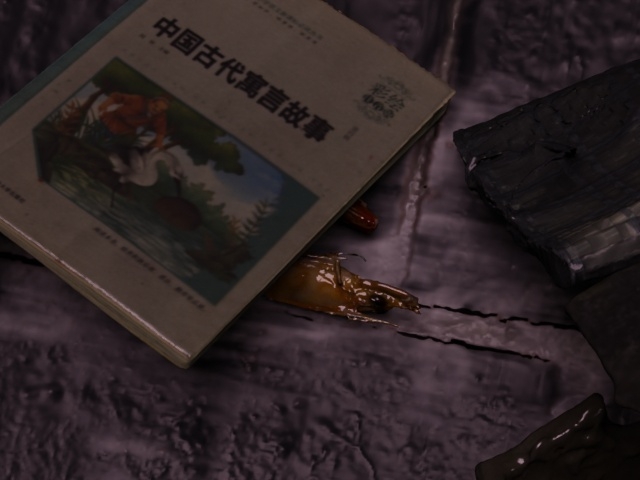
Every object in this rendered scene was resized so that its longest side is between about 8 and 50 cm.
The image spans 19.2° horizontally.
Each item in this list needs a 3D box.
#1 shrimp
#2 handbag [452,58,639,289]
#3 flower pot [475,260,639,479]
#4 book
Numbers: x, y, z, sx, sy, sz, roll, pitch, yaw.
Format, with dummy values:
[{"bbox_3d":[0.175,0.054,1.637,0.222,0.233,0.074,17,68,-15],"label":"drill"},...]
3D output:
[{"bbox_3d":[0.001,0.004,1.225,0.162,0.045,0.095,20,52,20],"label":"shrimp"},{"bbox_3d":[0.181,-0.045,1.128,0.175,0.270,0.089,-16,109,-3],"label":"handbag"},{"bbox_3d":[0.241,0.162,1.002,0.379,0.379,0.251,-29,46,-4],"label":"flower pot"},{"bbox_3d":[-0.076,-0.067,1.201,0.215,0.025,0.283,35,56,12],"label":"book"}]
